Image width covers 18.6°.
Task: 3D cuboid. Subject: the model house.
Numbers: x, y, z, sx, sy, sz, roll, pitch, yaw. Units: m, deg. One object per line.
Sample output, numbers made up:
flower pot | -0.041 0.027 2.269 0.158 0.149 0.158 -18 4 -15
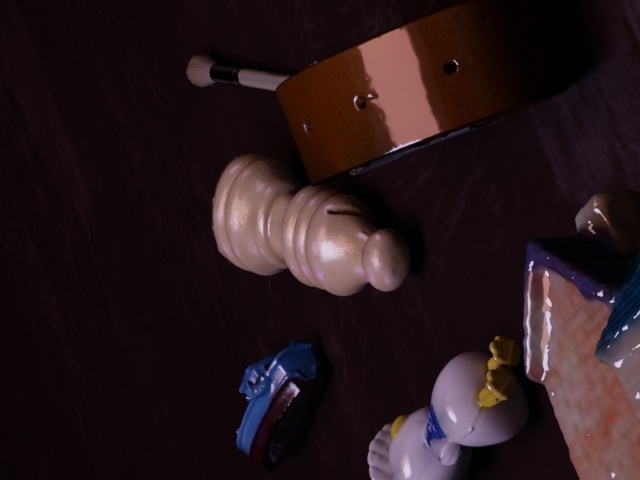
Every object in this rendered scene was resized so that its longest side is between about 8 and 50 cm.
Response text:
model house | 0.316 0.060 1.549 0.312 0.245 0.280 122 136 -53

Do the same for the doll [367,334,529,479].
doll | 0.135 0.200 2.061 0.293 0.119 0.138 120 172 -53

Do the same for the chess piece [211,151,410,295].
chess piece | 0.000 0.000 2.239 0.307 0.124 0.139 23 92 53

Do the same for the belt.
belt | 0.088 -0.148 1.884 0.338 0.217 0.122 -20 91 59

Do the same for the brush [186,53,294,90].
brush | -0.084 -0.195 2.374 0.299 0.039 0.042 19 80 56

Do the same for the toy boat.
toy boat | -0.064 0.203 2.444 0.097 0.100 0.223 50 142 24
